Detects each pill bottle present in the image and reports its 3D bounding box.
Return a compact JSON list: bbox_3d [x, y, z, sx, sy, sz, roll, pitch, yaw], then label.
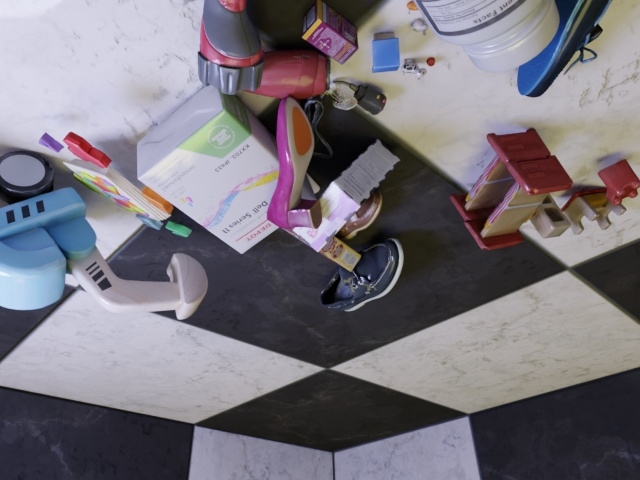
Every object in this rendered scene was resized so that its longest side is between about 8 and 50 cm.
[{"bbox_3d":[0.187,-0.367,0.643,0.177,0.176,0.319,-25,139,29],"label":"pill bottle"}]

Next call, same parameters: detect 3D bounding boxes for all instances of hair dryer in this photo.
[{"bbox_3d":[-0.050,-0.238,0.901,0.294,0.080,0.224,25,138,-31],"label":"hair dryer"}]

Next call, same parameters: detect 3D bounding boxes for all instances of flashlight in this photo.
[{"bbox_3d":[-0.115,-0.352,0.680,0.103,0.103,0.304,8,137,-7],"label":"flashlight"}]

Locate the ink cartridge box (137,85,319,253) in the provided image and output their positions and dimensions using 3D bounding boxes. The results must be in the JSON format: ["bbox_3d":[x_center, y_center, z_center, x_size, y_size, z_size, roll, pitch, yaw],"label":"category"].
[{"bbox_3d":[-0.153,-0.112,0.999,0.207,0.119,0.353,-35,136,14],"label":"ink cartridge box"}]

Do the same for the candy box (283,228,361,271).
[{"bbox_3d":[0.000,0.000,1.215,0.187,0.109,0.053,33,87,-40],"label":"candy box"}]

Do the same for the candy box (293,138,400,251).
[{"bbox_3d":[0.053,-0.091,1.012,0.070,0.196,0.165,42,136,-1],"label":"candy box"}]

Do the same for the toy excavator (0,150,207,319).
[{"bbox_3d":[-0.519,0.045,1.047,0.433,0.445,0.222,-29,166,-41],"label":"toy excavator"}]

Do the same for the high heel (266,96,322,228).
[{"bbox_3d":[-0.069,-0.131,0.901,0.117,0.082,0.243,7,127,30],"label":"high heel"}]

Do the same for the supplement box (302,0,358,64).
[{"bbox_3d":[0.016,-0.327,0.799,0.083,0.054,0.043,24,139,-31],"label":"supplement box"}]

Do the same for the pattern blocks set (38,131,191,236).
[{"bbox_3d":[-0.401,-0.099,1.003,0.286,0.026,0.325,11,156,44],"label":"pattern blocks set"}]

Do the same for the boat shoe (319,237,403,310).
[{"bbox_3d":[0.093,0.097,1.345,0.113,0.127,0.340,2,156,-26],"label":"boat shoe"}]

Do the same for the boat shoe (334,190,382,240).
[{"bbox_3d":[0.077,-0.057,1.177,0.060,0.064,0.178,16,144,-26],"label":"boat shoe"}]

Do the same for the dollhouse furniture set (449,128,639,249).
[{"bbox_3d":[0.494,-0.117,1.077,0.375,0.152,0.201,-8,148,-21],"label":"dollhouse furniture set"}]

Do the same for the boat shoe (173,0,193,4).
[{"bbox_3d":[-0.192,-0.405,0.676,0.063,0.066,0.184,-15,143,-5],"label":"boat shoe"}]

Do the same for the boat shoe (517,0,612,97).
[{"bbox_3d":[0.396,-0.325,0.777,0.089,0.108,0.258,2,147,-11],"label":"boat shoe"}]

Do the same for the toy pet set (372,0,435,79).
[{"bbox_3d":[0.140,-0.311,0.818,0.114,0.065,0.122,-4,144,3],"label":"toy pet set"}]
